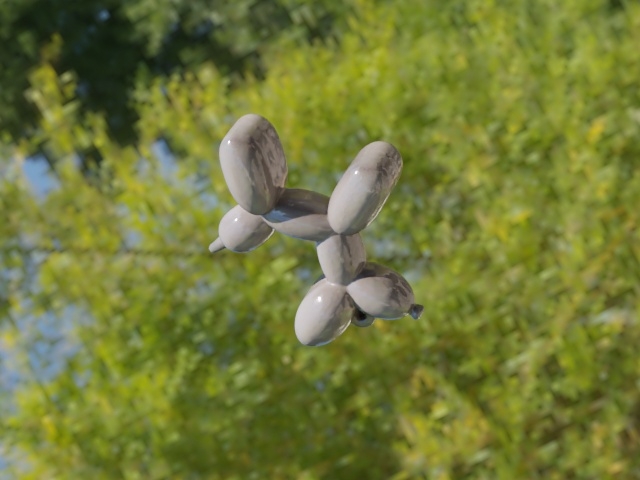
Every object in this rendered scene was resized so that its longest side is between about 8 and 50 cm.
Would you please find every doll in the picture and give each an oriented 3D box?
[{"bbox_3d":[0.000,0.000,1.325,0.059,0.161,0.160,-60,-19,-56],"label":"doll"}]
